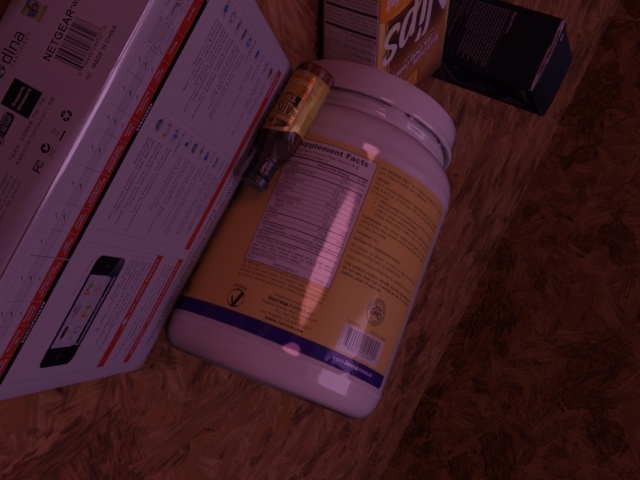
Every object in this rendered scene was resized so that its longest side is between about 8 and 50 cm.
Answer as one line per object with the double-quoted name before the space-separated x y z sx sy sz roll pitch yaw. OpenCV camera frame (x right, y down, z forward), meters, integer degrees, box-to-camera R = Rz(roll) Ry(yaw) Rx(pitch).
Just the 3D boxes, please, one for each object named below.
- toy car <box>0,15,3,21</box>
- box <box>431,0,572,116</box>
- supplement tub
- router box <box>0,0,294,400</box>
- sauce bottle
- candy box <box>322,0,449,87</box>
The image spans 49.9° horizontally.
"toy car" -0.259 -0.137 0.369 0.239 0.053 0.225 -43 149 -38
"box" 0.255 -0.284 1.030 0.153 0.207 0.108 11 105 -65
"supplement tub" 0.000 0.000 0.753 0.331 0.241 0.241 -68 157 -14
"router box" -0.156 -0.049 0.537 0.335 0.082 0.301 -62 170 -1
"sauce bottle" -0.032 -0.106 0.647 0.128 0.042 0.042 -63 156 -11
"candy box" 0.085 -0.317 0.809 0.183 0.088 0.316 -45 149 -35
